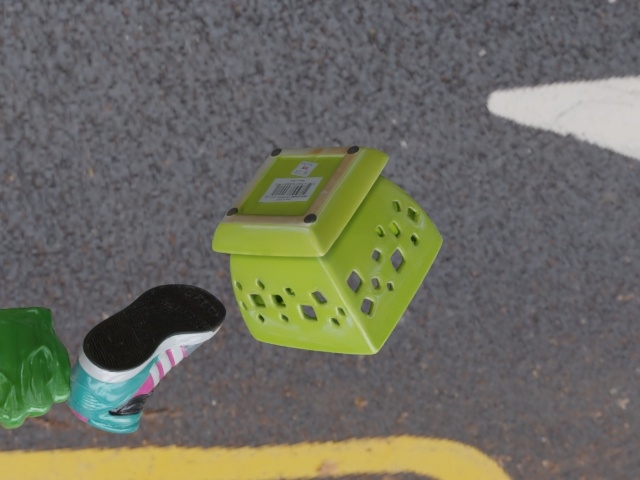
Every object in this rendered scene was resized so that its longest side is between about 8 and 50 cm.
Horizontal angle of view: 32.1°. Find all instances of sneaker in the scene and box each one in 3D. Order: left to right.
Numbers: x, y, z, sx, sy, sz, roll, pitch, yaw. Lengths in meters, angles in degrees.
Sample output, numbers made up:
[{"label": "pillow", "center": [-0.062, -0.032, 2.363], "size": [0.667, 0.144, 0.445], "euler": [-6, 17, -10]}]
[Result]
[{"label": "sneaker", "center": [-0.259, 0.181, 1.595], "size": [0.295, 0.124, 0.178], "euler": [-26, 152, -56]}]

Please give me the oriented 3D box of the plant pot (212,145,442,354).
[{"label": "plant pot", "center": [0.000, 0.000, 1.522], "size": [0.228, 0.227, 0.207], "euler": [3, 135, 38]}]

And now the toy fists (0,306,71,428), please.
[{"label": "toy fists", "center": [-0.449, 0.171, 1.362], "size": [0.279, 0.142, 0.096], "euler": [-4, 156, -20]}]
